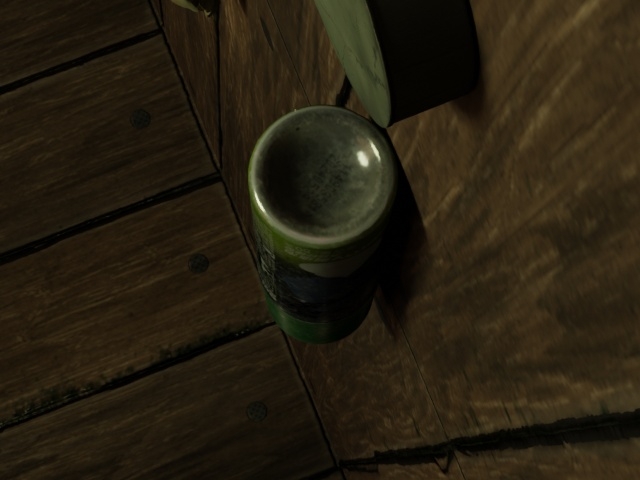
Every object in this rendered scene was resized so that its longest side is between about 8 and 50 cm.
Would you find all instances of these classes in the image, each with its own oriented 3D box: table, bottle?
[{"bbox_3d":[0.024,-0.120,0.747,0.133,0.043,0.133,158,90,-84],"label":"table"},{"bbox_3d":[0.000,0.000,1.159,0.330,0.093,0.093,92,155,-76],"label":"bottle"}]

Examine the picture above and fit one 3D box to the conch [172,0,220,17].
[{"bbox_3d":[-0.153,-0.262,1.432,0.207,0.130,0.155,56,-164,-34],"label":"conch"}]
